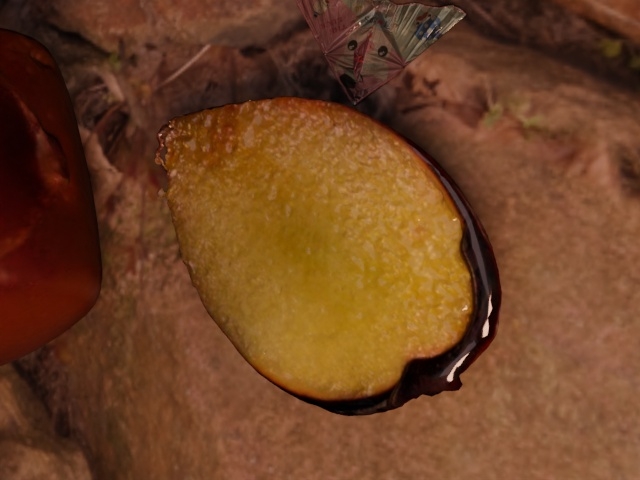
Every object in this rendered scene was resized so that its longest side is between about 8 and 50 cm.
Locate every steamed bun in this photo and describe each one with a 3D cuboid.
[{"bbox_3d":[-0.336,0.000,0.922,0.379,0.248,0.235,-15,77,8],"label":"steamed bun"}]

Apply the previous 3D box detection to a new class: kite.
[{"bbox_3d":[0.039,-0.167,0.901,0.137,0.005,0.152,11,85,28],"label":"kite"}]

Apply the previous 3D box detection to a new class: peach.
[{"bbox_3d":[0.003,0.001,0.853,0.279,0.068,0.189,40,107,25],"label":"peach"}]
